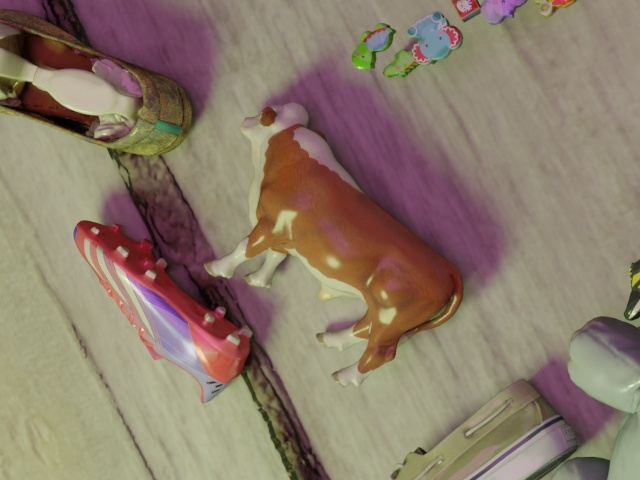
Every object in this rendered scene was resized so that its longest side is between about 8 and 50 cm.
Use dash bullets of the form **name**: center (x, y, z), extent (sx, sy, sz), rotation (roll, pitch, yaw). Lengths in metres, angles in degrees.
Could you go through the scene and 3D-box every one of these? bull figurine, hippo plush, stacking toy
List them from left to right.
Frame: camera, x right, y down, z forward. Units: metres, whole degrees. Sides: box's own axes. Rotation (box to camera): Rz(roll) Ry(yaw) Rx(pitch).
- **bull figurine**: center (0.000, 0.000, 1.449), extent (0.310, 0.101, 0.188), rotation (42, 107, 15)
- **stacking toy**: center (0.145, -0.214, 1.361), extent (0.221, 0.167, 0.052), rotation (-28, 83, 15)
- **hippo plush**: center (0.332, 0.232, 1.279), extent (0.234, 0.294, 0.236), rotation (12, 109, -18)

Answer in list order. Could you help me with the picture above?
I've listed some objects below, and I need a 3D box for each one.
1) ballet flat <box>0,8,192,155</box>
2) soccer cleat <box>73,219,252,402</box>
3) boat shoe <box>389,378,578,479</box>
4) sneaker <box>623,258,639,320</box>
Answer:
- **ballet flat**: center (-0.309, -0.182, 1.533), extent (0.348, 0.123, 0.123), rotation (20, 97, 16)
- **soccer cleat**: center (-0.186, 0.073, 1.521), extent (0.248, 0.083, 0.095), rotation (37, 106, 11)
- **boat shoe**: center (0.120, 0.258, 1.426), extent (0.302, 0.109, 0.094), rotation (-35, 68, 5)
- **sneaker**: center (0.322, 0.040, 1.386), extent (0.035, 0.031, 0.083), rotation (31, 96, 28)
